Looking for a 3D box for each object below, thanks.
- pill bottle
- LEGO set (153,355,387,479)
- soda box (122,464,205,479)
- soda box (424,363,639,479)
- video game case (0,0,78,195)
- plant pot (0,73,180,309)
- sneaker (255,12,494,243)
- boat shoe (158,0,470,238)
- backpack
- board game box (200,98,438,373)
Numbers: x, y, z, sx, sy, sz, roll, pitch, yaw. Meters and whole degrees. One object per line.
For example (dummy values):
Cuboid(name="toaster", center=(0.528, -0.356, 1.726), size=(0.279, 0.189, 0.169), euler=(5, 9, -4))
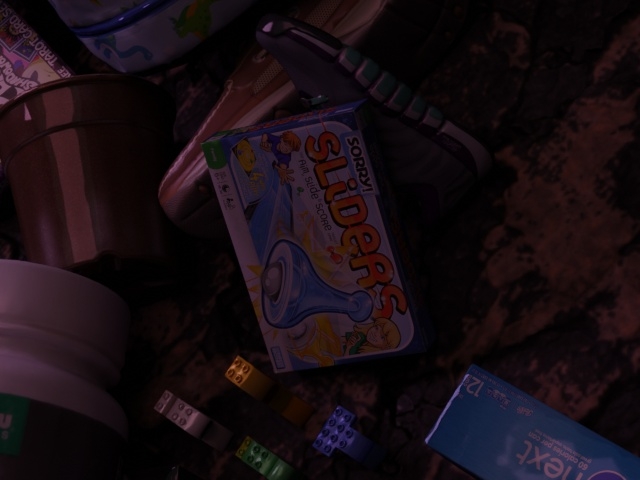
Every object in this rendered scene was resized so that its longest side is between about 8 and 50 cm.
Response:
Cuboid(name="pill bottle", center=(-0.265, 0.211, 1.297), size=(0.204, 0.204, 0.361), euler=(-5, 65, 27))
Cuboid(name="LEGO set", center=(-0.039, 0.146, 1.271), size=(0.227, 0.093, 0.087), euler=(29, 82, 36))
Cuboid(name="soda box", center=(-0.126, 0.266, 1.281), size=(0.053, 0.060, 0.169), euler=(-11, 62, 24))
Cuboid(name="soda box", center=(0.180, 0.171, 1.153), size=(0.210, 0.067, 0.071), euler=(29, 83, 36))
Cuboid(name="video game case", center=(-0.364, -0.145, 1.566), size=(0.210, 0.042, 0.232), euler=(-43, 78, -2))
Cuboid(name="plant pot", center=(-0.194, -0.033, 1.414), size=(0.167, 0.167, 0.165), euler=(-21, 66, 19))
Cuboid(name="sneaker", center=(0.030, -0.087, 1.284), size=(0.098, 0.223, 0.083), euler=(-57, 15, 0))
Cuboid(name="boat shoe", center=(-0.017, -0.134, 1.390), size=(0.324, 0.123, 0.116), euler=(-43, 49, -7))
Cuboid(name="backpack", center=(-0.091, -0.303, 1.397), size=(0.355, 0.273, 0.290), euler=(-55, 31, -1))
Cuboid(name="board game box", center=(0.000, 0.000, 1.278), size=(0.136, 0.035, 0.201), euler=(-11, 106, 25))
